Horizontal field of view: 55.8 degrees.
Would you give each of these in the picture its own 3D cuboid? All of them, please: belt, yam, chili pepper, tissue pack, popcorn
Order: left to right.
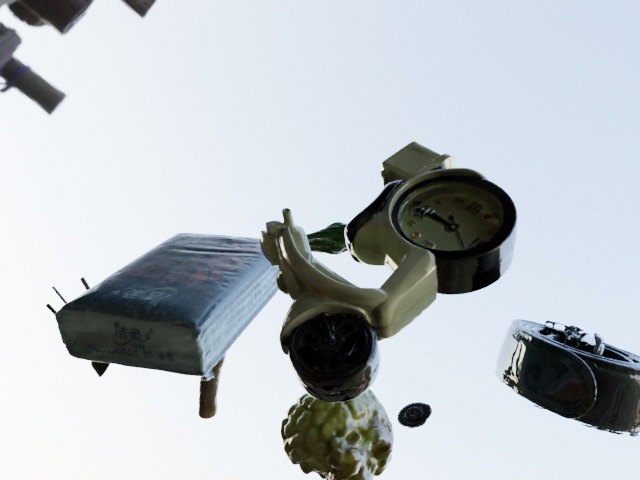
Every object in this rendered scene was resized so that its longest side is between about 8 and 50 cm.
[{"bbox_3d":[-0.211,0.080,0.947,0.228,0.315,0.103,3,-68,19],"label":"tissue pack"},{"bbox_3d":[-0.316,0.391,1.753,0.066,0.066,0.299,15,-67,7],"label":"yam"},{"bbox_3d":[0.000,-0.006,1.452,0.257,0.074,0.100,-5,-35,-3],"label":"chili pepper"},{"bbox_3d":[0.040,0.391,1.187,0.206,0.251,0.236,-33,-73,1],"label":"popcorn"},{"bbox_3d":[0.357,0.180,0.843,0.207,0.116,0.267,16,3,12],"label":"belt"}]

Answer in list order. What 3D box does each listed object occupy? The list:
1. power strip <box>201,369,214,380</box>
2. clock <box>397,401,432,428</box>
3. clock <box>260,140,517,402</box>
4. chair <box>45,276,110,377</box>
[{"bbox_3d":[-0.312,0.264,1.611,0.065,0.213,0.198,-19,-7,-8],"label":"power strip"},{"bbox_3d":[0.206,0.384,1.336,0.083,0.074,0.010,0,-55,52],"label":"clock"},{"bbox_3d":[0.074,0.019,0.802,0.276,0.379,0.120,40,-28,39],"label":"clock"},{"bbox_3d":[-0.512,0.190,1.351,0.221,0.095,0.104,54,-38,7],"label":"chair"}]
